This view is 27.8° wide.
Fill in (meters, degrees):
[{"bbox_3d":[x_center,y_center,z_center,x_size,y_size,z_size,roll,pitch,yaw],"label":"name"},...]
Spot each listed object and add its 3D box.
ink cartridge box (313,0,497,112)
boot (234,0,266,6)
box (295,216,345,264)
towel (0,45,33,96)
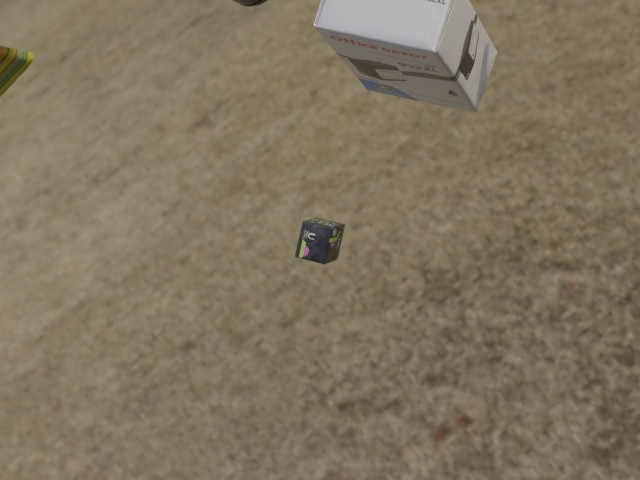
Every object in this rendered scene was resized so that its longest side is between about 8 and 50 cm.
[{"bbox_3d":[0.150,-0.341,2.190,0.223,0.307,0.129,16,82,22],"label":"ink cartridge box"},{"bbox_3d":[-0.091,-0.430,1.605,0.222,0.118,0.338,-26,-27,-52],"label":"boot"},{"bbox_3d":[0.000,0.000,2.059,0.083,0.052,0.062,-19,-58,-74],"label":"box"},{"bbox_3d":[-0.466,-0.221,1.535,0.102,0.237,0.021,-37,57,33],"label":"towel"}]
